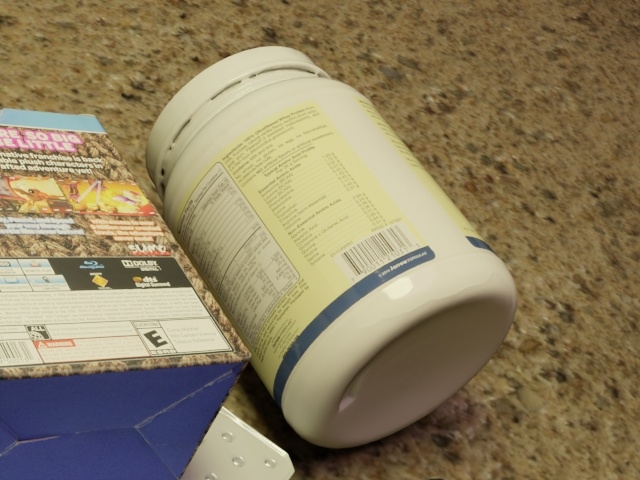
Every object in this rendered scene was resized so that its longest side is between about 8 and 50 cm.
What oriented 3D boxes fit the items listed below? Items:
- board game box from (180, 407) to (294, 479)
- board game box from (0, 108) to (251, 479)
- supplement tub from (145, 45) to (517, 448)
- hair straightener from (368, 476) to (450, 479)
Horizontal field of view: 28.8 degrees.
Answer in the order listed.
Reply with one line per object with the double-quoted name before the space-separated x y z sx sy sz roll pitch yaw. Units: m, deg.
"board game box" -0.257 0.163 0.910 0.390 0.050 0.390 34 30 7
"board game box" -0.233 0.039 0.925 0.232 0.141 0.291 1 41 -41
"supplement tub" 0.000 0.000 1.146 0.235 0.235 0.325 -9 51 -39
"hair straightener" 0.074 0.235 1.076 0.230 0.047 0.089 -9 51 -39
